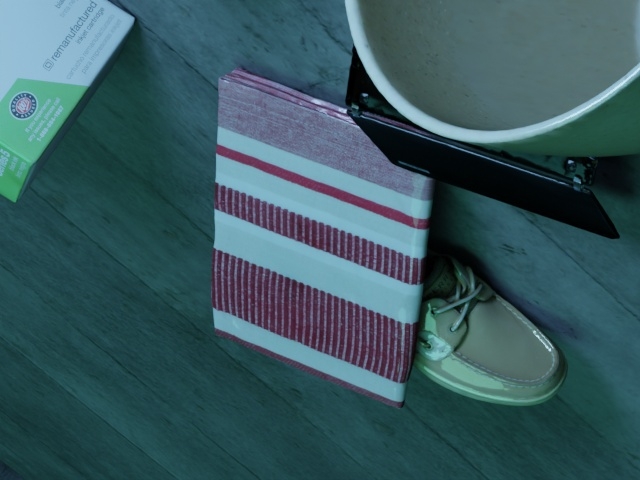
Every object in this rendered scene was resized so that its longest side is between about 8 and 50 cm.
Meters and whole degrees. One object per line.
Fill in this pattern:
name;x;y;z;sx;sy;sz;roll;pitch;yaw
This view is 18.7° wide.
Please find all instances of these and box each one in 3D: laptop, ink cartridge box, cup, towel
laptop;0.155;-0.130;1.669;0.234;0.136;0.264;19;118;22
ink cartridge box;-0.355;-0.201;1.921;0.273;0.198;0.115;33;154;-4
cup;0.213;-0.189;1.262;0.237;0.331;0.331;20;166;-41
towel;0.000;0.000;1.949;0.237;0.037;0.329;22;130;21

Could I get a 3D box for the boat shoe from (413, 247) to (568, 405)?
boat shoe;0.118;0.066;1.994;0.302;0.109;0.098;32;156;12
